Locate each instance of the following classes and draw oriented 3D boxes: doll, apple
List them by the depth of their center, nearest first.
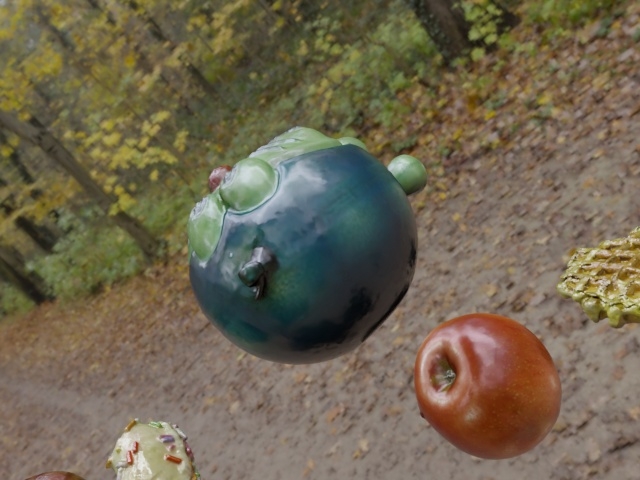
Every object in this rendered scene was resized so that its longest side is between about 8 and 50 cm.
[{"bbox_3d":[-0.001,0.001,0.700,0.198,0.186,0.322,-46,-8,23],"label":"doll"},{"bbox_3d":[0.181,0.158,0.863,0.163,0.139,0.163,-38,38,38],"label":"apple"}]

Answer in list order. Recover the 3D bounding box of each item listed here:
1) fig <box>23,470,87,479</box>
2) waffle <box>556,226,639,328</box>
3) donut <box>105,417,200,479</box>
[{"bbox_3d":[-0.316,0.340,0.817,0.202,0.148,0.149,-24,-27,-47],"label":"fig"},{"bbox_3d":[0.486,0.038,1.134,0.291,0.051,0.291,-22,18,7],"label":"waffle"},{"bbox_3d":[-0.156,0.241,0.647,0.108,0.065,0.166,25,90,54],"label":"donut"}]
